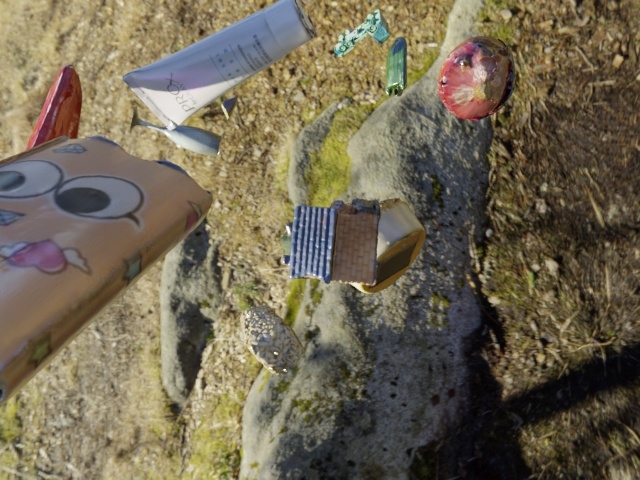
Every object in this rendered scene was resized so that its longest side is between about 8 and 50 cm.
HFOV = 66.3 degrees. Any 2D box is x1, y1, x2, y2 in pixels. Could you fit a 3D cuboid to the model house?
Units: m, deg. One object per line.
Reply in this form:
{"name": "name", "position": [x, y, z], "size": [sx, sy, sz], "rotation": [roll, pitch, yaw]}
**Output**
{"name": "model house", "position": [0.000, 0.000, 0.956], "size": [0.183, 0.172, 0.167], "rotation": [-174, 86, -69]}

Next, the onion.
{"name": "onion", "position": [0.334, -0.359, 1.082], "size": [0.184, 0.184, 0.147], "rotation": [-48, 30, 12]}

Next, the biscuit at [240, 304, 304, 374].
{"name": "biscuit", "position": [-0.083, 0.153, 0.794], "size": [0.070, 0.168, 0.082], "rotation": [-36, 104, -10]}

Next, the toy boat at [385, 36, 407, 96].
{"name": "toy boat", "position": [0.264, -0.603, 1.696], "size": [0.104, 0.052, 0.211], "rotation": [-8, 78, 59]}

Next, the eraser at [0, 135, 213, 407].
{"name": "eraser", "position": [-0.222, 0.011, 0.368], "size": [0.171, 0.291, 0.087], "rotation": [20, 122, 7]}

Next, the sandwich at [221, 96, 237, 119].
{"name": "sandwich", "position": [-0.308, -0.445, 1.631], "size": [0.043, 0.031, 0.083], "rotation": [20, 66, 3]}

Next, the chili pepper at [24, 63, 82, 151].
{"name": "chili pepper", "position": [-0.407, -0.190, 0.758], "size": [0.064, 0.088, 0.169], "rotation": [15, 91, -10]}

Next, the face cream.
{"name": "face cream", "position": [-0.124, -0.226, 0.616], "size": [0.243, 0.092, 0.058], "rotation": [-23, 43, 17]}

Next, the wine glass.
{"name": "wine glass", "position": [-0.325, -0.245, 1.115], "size": [0.066, 0.197, 0.066], "rotation": [-166, 90, -74]}

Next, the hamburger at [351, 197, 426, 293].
{"name": "hamburger", "position": [0.156, 0.011, 1.385], "size": [0.276, 0.294, 0.179], "rotation": [-31, 61, -24]}

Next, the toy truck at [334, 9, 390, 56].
{"name": "toy truck", "position": [0.127, -0.611, 1.486], "size": [0.175, 0.081, 0.067], "rotation": [-24, 52, 33]}
